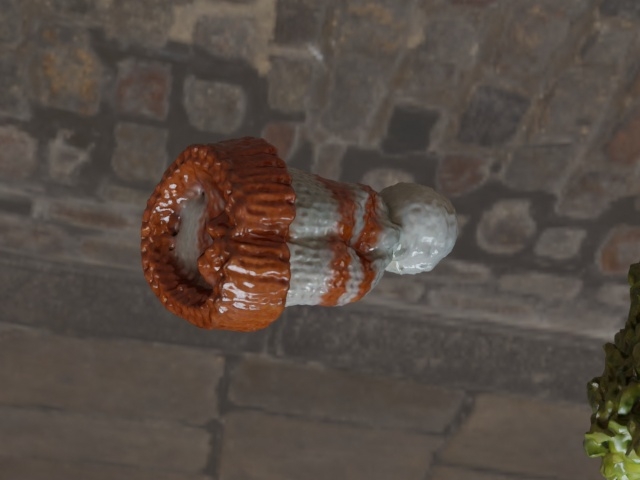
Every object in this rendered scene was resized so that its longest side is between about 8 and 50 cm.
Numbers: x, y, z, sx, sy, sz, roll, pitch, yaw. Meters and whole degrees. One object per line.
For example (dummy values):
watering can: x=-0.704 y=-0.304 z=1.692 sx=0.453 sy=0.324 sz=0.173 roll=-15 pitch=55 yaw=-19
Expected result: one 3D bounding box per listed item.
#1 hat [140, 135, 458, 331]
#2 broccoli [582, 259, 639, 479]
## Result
hat: x=0.000 y=0.000 z=0.624 sx=0.162 sy=0.093 sz=0.112 roll=7 pitch=-169 yaw=-35
broccoli: x=0.234 y=0.056 z=0.664 sx=0.181 sy=0.242 sz=0.273 roll=0 pitch=141 yaw=18
